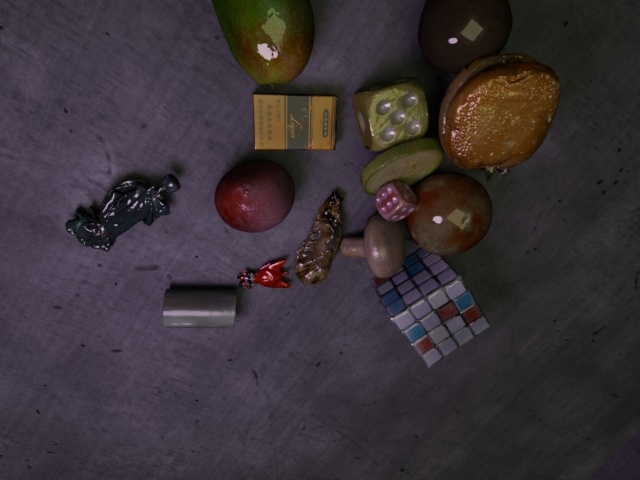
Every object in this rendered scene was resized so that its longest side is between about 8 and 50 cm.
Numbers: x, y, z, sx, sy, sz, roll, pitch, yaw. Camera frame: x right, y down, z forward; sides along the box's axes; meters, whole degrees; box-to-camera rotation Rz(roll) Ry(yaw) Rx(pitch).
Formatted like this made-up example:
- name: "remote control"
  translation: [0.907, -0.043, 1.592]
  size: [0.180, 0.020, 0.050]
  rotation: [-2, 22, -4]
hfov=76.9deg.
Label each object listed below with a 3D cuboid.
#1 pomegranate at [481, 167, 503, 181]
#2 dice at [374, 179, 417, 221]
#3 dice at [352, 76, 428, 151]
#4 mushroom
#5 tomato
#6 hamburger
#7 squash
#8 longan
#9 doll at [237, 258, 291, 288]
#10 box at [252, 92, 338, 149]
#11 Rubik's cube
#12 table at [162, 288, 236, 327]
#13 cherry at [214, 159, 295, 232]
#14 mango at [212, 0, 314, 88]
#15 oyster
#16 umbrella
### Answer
- name: "pomegranate"
  translation: [0.541, -0.290, 1.245]
  size: [0.148, 0.149, 0.169]
  rotation: [-24, 140, 1]
- name: "dice"
  translation: [0.225, -0.118, 1.205]
  size: [0.091, 0.094, 0.093]
  rotation: [-3, 148, -44]
- name: "dice"
  translation: [0.194, -0.355, 1.137]
  size: [0.169, 0.166, 0.169]
  rotation: [-16, 115, -2]
- name: "mushroom"
  translation: [0.174, 0.007, 1.278]
  size: [0.209, 0.206, 0.207]
  rotation: [20, 109, 5]
- name: "tomato"
  translation: [0.404, -0.075, 1.258]
  size: [0.270, 0.223, 0.270]
  rotation: [-5, 113, -11]
- name: "hamburger"
  translation: [0.460, -0.318, 1.055]
  size: [0.289, 0.170, 0.314]
  rotation: [-1, 130, 1]
- name: "squash"
  translation: [0.235, -0.210, 1.174]
  size: [0.251, 0.252, 0.049]
  rotation: [-18, 75, -2]
- name: "longan"
  translation: [0.377, -0.566, 1.050]
  size: [0.248, 0.248, 0.248]
  rotation: [-4, 113, -8]
- name: "doll"
  translation: [-0.187, 0.122, 1.332]
  size: [0.168, 0.057, 0.109]
  rotation: [-11, 116, -6]
- name: "box"
  translation: [-0.073, -0.339, 1.153]
  size: [0.237, 0.070, 0.152]
  rotation: [-1, 113, -7]
- name: "Rubik's cube"
  translation: [0.360, 0.211, 1.357]
  size: [0.259, 0.256, 0.253]
  rotation: [-36, 114, 5]
- name: "table"
  translation: [-0.384, 0.220, 1.302]
  size: [0.219, 0.126, 0.127]
  rotation: [2, 112, -11]
- name: "cherry"
  translation: [-0.182, -0.114, 1.140]
  size: [0.239, 0.239, 0.206]
  rotation: [-16, 122, -3]
- name: "mango"
  translation: [-0.142, -0.572, 0.974]
  size: [0.225, 0.201, 0.382]
  rotation: [-14, 105, 20]
- name: "oyster"
  translation: [0.003, 0.001, 1.313]
  size: [0.128, 0.079, 0.345]
  rotation: [17, 112, -7]
- name: "umbrella"
  translation: [-0.551, -0.090, 1.159]
  size: [0.348, 0.094, 0.143]
  rotation: [-30, 133, 10]
